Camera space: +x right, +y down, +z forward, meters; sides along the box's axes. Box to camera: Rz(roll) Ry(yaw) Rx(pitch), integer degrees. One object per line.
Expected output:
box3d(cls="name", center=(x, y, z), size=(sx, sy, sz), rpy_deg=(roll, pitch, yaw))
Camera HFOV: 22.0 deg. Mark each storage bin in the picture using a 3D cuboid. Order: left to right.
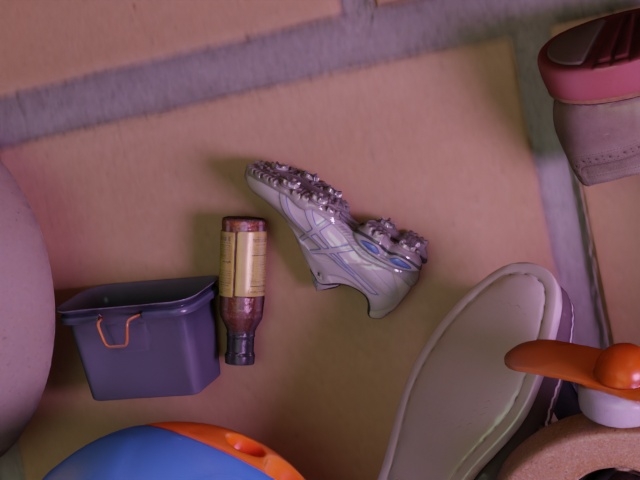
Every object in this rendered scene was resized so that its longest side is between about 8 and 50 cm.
box3d(cls="storage bin", center=(-0.153, 0.090, 1.431), size=(0.135, 0.098, 0.091), rpy_deg=(-7, 102, 21))

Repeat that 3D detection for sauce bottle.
box3d(cls="sauce bottle", center=(-0.069, 0.043, 1.417), size=(0.042, 0.042, 0.128), rpy_deg=(6, 97, 20))

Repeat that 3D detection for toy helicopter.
box3d(cls="toy helicopter", center=(0.276, 0.144, 1.112), size=(0.355, 0.140, 0.235), rpy_deg=(-25, 103, 24))

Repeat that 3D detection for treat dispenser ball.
box3d(cls="treat dispenser ball", center=(-0.119, 0.289, 1.324), size=(0.288, 0.288, 0.288), rpy_deg=(2, 95, 21))

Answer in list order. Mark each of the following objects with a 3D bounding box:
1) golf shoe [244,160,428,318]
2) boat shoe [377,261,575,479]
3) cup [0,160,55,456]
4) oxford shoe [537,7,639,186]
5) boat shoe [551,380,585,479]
box3d(cls="golf shoe", center=(0.000, 0.000, 1.376), size=(0.176, 0.069, 0.086), rpy_deg=(33, 111, 16))
box3d(cls="boat shoe", center=(0.115, 0.175, 1.253), size=(0.116, 0.096, 0.324), rpy_deg=(21, 86, 50))
box3d(cls="cup", center=(-0.430, 0.061, 1.416), size=(0.331, 0.237, 0.331), rpy_deg=(2, 94, 36))
box3d(cls="oxford shoe", center=(0.345, -0.115, 1.227), size=(0.348, 0.123, 0.130), rpy_deg=(-5, 120, 19))
box3d(cls="boat shoe", center=(0.186, 0.140, 1.317), size=(0.084, 0.079, 0.233), rpy_deg=(-50, 62, 41))
